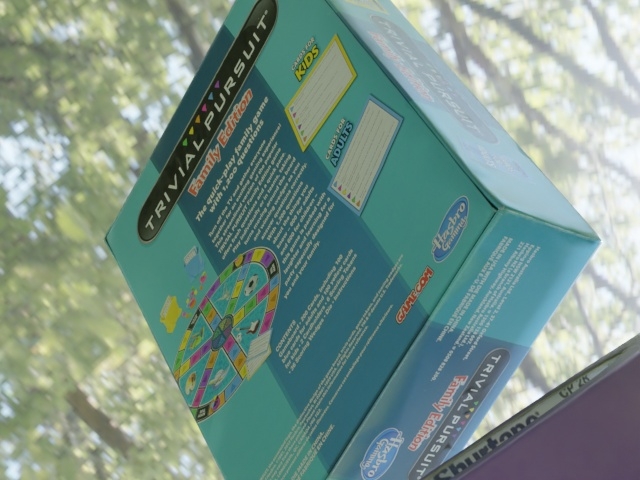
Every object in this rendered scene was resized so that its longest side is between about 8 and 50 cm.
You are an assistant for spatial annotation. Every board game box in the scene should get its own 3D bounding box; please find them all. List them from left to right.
[{"bbox_3d":[0.000,0.000,1.058,0.254,0.079,0.336,-59,-143,21],"label":"board game box"}]

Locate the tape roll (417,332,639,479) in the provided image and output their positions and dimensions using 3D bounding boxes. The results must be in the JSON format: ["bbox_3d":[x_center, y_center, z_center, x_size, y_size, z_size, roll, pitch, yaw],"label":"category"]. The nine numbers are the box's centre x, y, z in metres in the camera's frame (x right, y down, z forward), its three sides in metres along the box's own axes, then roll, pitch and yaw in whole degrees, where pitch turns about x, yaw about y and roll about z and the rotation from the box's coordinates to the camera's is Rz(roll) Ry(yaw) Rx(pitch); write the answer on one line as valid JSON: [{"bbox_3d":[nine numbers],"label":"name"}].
[{"bbox_3d":[0.058,0.099,0.499,0.189,0.189,0.080,-33,-97,-3],"label":"tape roll"}]
